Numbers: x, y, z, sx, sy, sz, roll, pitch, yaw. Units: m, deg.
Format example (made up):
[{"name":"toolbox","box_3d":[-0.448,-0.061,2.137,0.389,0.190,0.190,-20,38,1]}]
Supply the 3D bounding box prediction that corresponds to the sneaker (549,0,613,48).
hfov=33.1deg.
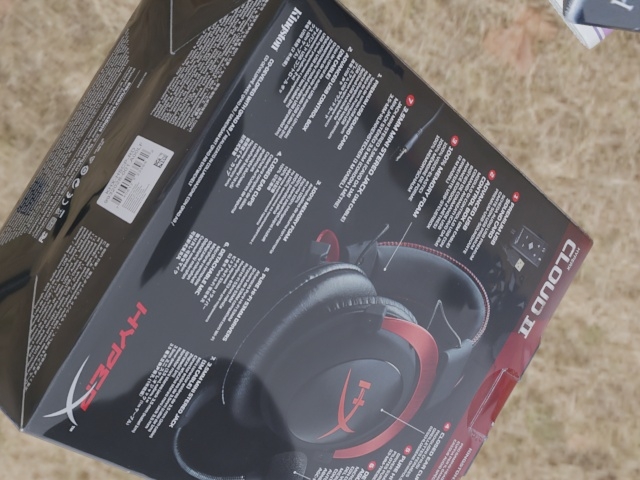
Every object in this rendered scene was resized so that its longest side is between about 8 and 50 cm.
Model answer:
[{"name":"sneaker","box_3d":[0.324,-0.378,1.328,0.161,0.102,0.282,-38,136,15]}]

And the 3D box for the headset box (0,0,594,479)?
[{"name":"headset box","box_3d":[-0.002,0.029,0.552,0.293,0.218,0.110,33,175,-41]}]

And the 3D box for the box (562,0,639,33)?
[{"name":"box","box_3d":[0.321,-0.232,0.442,0.395,0.294,0.212,10,153,-1]}]
